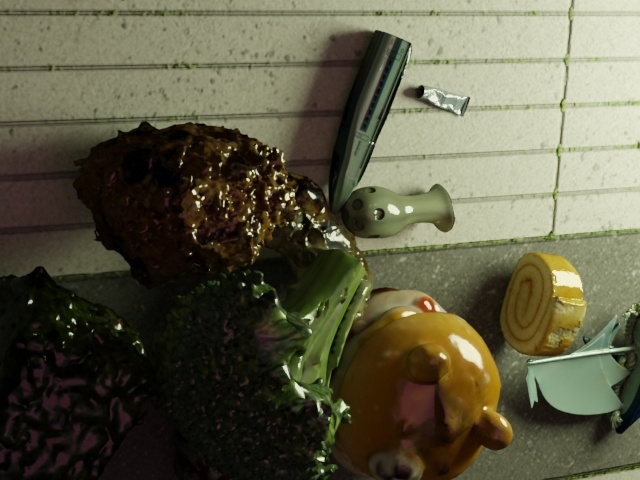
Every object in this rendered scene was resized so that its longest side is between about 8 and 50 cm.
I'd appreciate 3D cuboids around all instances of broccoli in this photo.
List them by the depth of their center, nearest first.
[{"bbox_3d":[-0.084,0.136,1.660,0.375,0.249,0.302,69,27,-60],"label":"broccoli"}]

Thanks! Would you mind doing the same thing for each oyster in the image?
[{"bbox_3d":[-0.008,0.000,1.839,0.107,0.161,0.233,-40,103,23],"label":"oyster"}]

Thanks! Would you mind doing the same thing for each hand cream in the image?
[{"bbox_3d":[0.168,-0.198,1.943,0.093,0.019,0.030,14,95,-36],"label":"hand cream"}]

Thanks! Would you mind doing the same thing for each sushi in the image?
[{"bbox_3d":[-0.363,0.210,1.624,0.178,0.294,0.352,32,86,-27],"label":"sushi"}]

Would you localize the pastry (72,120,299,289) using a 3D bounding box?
[{"bbox_3d":[-0.161,-0.039,1.682,0.275,0.275,0.193,-4,106,-26],"label":"pastry"}]

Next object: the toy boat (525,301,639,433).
[{"bbox_3d":[0.436,0.183,2.136,0.291,0.070,0.210,21,96,-36],"label":"toy boat"}]

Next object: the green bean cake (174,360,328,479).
[{"bbox_3d":[-0.093,0.236,1.880,0.198,0.097,0.233,2,102,-27],"label":"green bean cake"}]

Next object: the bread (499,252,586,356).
[{"bbox_3d":[0.330,0.097,2.040,0.073,0.122,0.149,5,111,-34],"label":"bread"}]

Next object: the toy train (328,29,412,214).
[{"bbox_3d":[0.051,-0.156,1.870,0.048,0.055,0.252,19,94,-30],"label":"toy train"}]

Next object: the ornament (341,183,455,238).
[{"bbox_3d":[0.101,-0.038,1.920,0.156,0.081,0.075,-6,64,-28],"label":"ornament"}]

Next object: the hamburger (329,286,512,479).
[{"bbox_3d":[0.130,0.216,1.911,0.276,0.237,0.276,-6,104,-24],"label":"hamburger"}]
